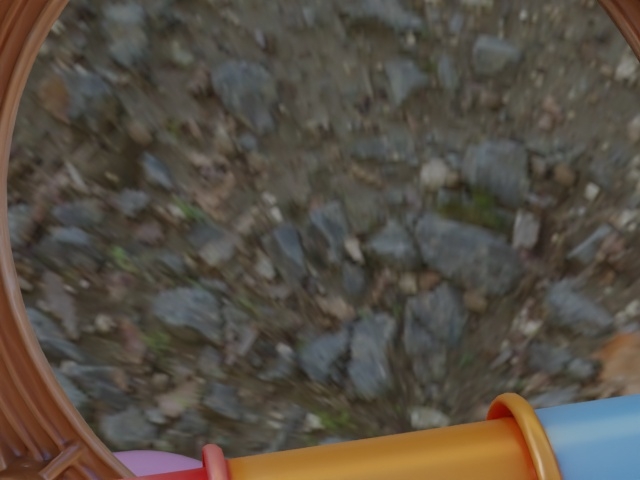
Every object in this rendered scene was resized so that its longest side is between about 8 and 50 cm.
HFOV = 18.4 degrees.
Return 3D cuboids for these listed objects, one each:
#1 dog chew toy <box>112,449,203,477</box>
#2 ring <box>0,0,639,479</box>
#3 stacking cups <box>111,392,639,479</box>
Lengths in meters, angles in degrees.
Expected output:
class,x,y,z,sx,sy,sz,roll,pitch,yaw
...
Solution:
class,x,y,z,sx,sy,sz,roll,pitch,yaw
dog chew toy,-0.089,0.198,0.738,0.207,0.332,0.206,4,119,7
ring,0.000,0.000,0.596,0.337,0.032,0.336,4,104,16
stacking cups,0.074,0.059,0.398,0.316,0.096,0.096,-4,83,-7
